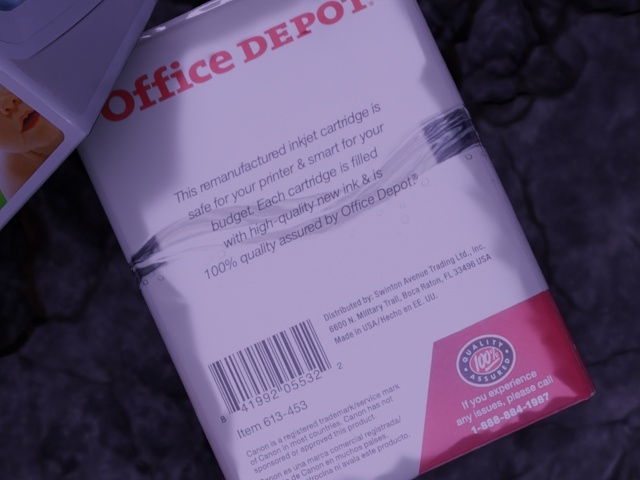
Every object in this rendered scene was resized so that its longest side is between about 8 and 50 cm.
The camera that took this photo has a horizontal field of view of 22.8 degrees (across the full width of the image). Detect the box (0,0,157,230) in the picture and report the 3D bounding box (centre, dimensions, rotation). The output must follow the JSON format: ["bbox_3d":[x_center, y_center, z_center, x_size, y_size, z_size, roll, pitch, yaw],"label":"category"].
[{"bbox_3d":[-0.242,-0.070,0.669,0.231,0.127,0.262,38,124,-18],"label":"box"}]

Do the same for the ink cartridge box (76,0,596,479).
[{"bbox_3d":[0.000,0.000,0.763,0.172,0.100,0.237,-25,88,-1],"label":"ink cartridge box"}]
